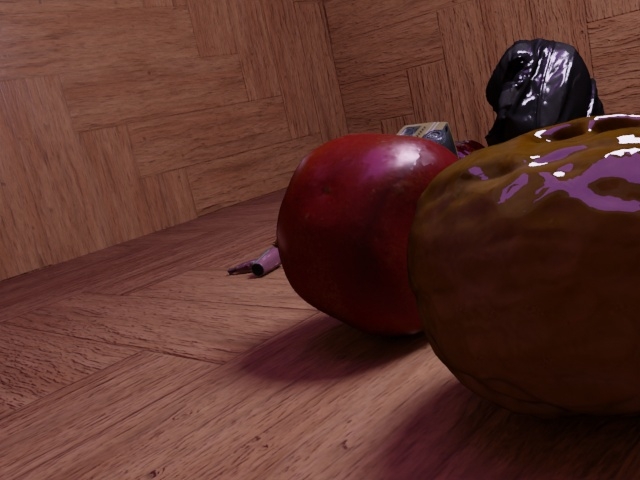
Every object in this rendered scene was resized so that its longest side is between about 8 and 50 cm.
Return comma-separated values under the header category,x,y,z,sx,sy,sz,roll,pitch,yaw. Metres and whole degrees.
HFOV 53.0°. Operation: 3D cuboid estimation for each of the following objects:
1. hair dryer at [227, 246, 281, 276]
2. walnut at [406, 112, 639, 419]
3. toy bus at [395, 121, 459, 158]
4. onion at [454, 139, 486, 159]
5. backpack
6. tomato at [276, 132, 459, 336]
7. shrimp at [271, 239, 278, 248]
category,x,y,z,sx,sy,sz,roll,pitch,yaw
hair dryer,-0.181,0.070,1.693,0.154,0.054,0.106,-17,11,33
walnut,0.294,0.025,0.677,0.397,0.308,0.354,-4,11,30
toy bus,0.228,-0.160,1.747,0.201,0.177,0.365,8,45,41
onion,0.408,-0.196,1.953,0.206,0.207,0.216,-14,5,-26
backpack,0.528,-0.268,1.516,0.254,0.446,0.364,4,62,30
tomato,0.096,-0.018,1.041,0.293,0.325,0.290,25,-10,42
shrimp,0.000,0.000,1.767,0.287,0.063,0.152,0,14,36
